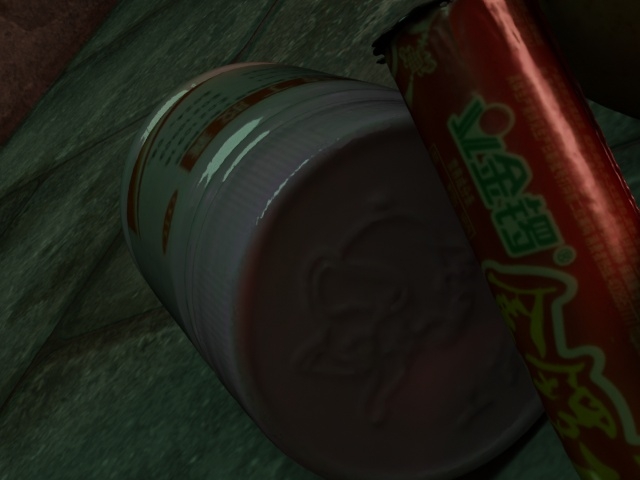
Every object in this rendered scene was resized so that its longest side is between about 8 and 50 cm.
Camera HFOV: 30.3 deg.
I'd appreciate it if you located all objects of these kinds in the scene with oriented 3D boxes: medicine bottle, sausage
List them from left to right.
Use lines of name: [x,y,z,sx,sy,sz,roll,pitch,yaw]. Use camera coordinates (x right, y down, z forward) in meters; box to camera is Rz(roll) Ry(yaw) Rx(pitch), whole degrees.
medicine bottle: [0.000,0.000,0.722,0.202,0.202,0.316,-47,23,-5]
sausage: [0.109,0.013,0.505,0.083,0.264,0.083,-22,-13,-5]

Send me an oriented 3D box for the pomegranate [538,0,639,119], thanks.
pomegranate: [0.215,-0.194,0.589,0.319,0.319,0.319,-37,24,19]
